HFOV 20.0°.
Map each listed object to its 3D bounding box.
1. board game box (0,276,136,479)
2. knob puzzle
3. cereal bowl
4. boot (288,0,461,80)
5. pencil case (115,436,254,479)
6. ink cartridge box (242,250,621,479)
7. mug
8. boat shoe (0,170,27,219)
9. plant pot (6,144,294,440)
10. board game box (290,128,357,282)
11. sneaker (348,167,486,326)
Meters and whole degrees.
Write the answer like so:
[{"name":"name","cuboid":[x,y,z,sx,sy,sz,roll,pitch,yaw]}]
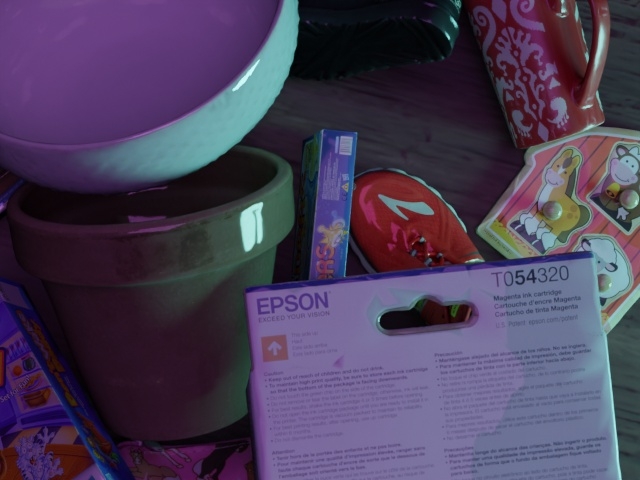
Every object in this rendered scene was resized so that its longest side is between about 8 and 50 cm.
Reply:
[{"name":"board game box","cuboid":[-0.363,0.225,1.621,0.347,0.078,0.233,-35,73,7]},{"name":"knob puzzle","cuboid":[0.281,-0.030,1.810,0.213,0.030,0.213,0,89,-7]},{"name":"cereal bowl","cuboid":[-0.177,-0.169,1.652,0.338,0.141,0.339,-7,50,8]},{"name":"boot","cuboid":[0.047,-0.263,1.748,0.246,0.094,0.207,-2,54,32]},{"name":"pencil case","cuboid":[-0.019,0.256,1.706,0.386,0.160,0.167,-5,125,-8]},{"name":"ink cartridge box","cuboid":[0.102,0.188,1.612,0.324,0.071,0.330,-5,87,-9]},{"name":"mug","cuboid":[0.212,-0.181,1.748,0.113,0.150,0.169,-18,96,-9]},{"name":"boat shoe","cuboid":[-0.343,-0.031,1.711,0.183,0.066,0.066,-39,93,-6]},{"name":"plant pot","cuboid":[-0.141,0.053,1.662,0.263,0.263,0.229,-9,107,-7]},{"name":"board game box","cuboid":[0.000,0.000,1.720,0.035,0.136,0.201,5,88,-8]},{"name":"sneaker","cuboid":[0.129,0.040,1.744,0.107,0.118,0.279,-40,94,-7]}]
